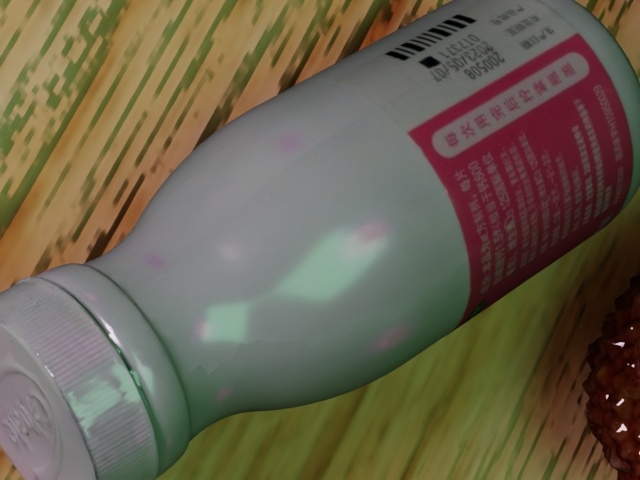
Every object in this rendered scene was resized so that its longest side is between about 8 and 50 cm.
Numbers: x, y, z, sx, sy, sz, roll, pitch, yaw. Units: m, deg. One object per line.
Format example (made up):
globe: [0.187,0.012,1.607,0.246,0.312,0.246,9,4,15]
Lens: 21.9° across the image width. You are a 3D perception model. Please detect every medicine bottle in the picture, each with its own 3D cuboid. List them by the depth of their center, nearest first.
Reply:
medicine bottle: [0.000,0.000,0.500,0.216,0.090,0.090,-31,111,-30]

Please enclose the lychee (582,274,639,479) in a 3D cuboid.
lychee: [0.159,0.048,0.602,0.129,0.123,0.123,-38,114,-29]
